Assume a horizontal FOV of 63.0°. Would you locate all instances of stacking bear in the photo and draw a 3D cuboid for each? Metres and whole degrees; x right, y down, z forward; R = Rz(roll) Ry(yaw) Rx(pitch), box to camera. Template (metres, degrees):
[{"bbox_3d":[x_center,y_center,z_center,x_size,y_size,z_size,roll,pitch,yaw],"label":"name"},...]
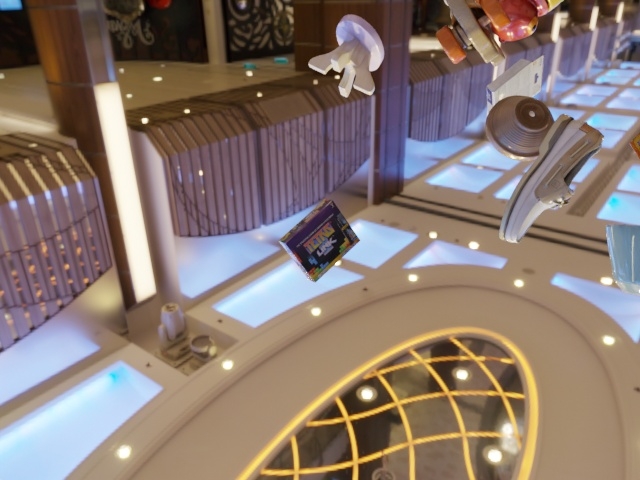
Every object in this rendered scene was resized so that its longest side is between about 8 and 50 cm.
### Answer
[{"bbox_3d":[0.530,-0.616,1.265,0.164,0.289,0.175,44,-169,24],"label":"stacking bear"}]

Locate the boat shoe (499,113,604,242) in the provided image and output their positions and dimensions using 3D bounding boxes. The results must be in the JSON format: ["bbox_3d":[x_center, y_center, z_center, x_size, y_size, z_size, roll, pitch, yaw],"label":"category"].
[{"bbox_3d":[0.499,-0.119,1.142,0.103,0.302,0.113,32,-162,28],"label":"boat shoe"}]

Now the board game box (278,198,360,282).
[{"bbox_3d":[0.000,0.000,1.351,0.170,0.141,0.048,-43,-154,-14],"label":"board game box"}]

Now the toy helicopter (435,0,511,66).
[{"bbox_3d":[0.365,-0.518,1.256,0.140,0.235,0.355,-33,160,27],"label":"toy helicopter"}]

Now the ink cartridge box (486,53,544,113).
[{"bbox_3d":[0.718,-0.562,1.935,0.224,0.223,0.045,-36,-118,2],"label":"ink cartridge box"}]

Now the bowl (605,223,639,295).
[{"bbox_3d":[0.853,0.068,1.273,0.312,0.163,0.311,12,180,0],"label":"bowl"}]

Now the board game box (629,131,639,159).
[{"bbox_3d":[1.148,-0.253,1.409,0.356,0.356,0.356,32,-146,-1],"label":"board game box"}]

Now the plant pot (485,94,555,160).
[{"bbox_3d":[0.682,-0.393,1.737,0.237,0.237,0.110,-4,164,-5],"label":"plant pot"}]

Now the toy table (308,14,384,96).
[{"bbox_3d":[0.102,-0.620,1.793,0.252,0.161,0.274,28,174,26],"label":"toy table"}]
